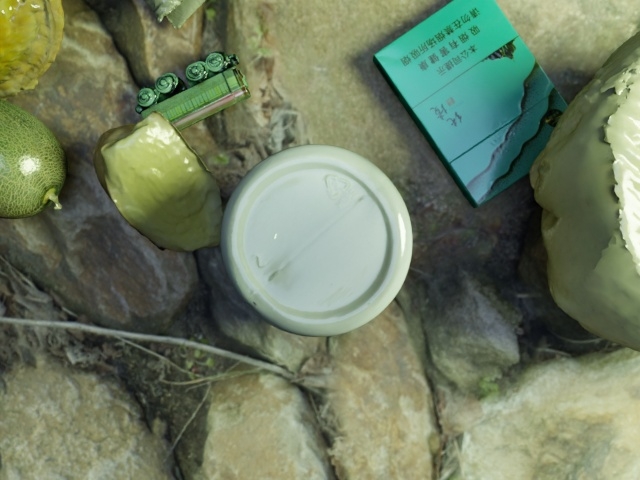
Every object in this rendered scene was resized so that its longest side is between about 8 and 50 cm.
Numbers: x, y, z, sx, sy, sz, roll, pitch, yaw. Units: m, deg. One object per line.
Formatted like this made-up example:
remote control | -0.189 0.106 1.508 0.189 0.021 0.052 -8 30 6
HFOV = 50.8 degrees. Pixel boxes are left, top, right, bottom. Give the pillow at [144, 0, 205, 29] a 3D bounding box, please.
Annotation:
pillow | -0.166 -0.367 0.835 0.181 0.078 0.134 -43 85 6

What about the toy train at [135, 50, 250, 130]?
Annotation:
toy train | -0.164 -0.184 0.853 0.148 0.038 0.071 -25 88 4

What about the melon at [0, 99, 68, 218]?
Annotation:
melon | -0.389 -0.097 0.819 0.192 0.139 0.139 35 92 4

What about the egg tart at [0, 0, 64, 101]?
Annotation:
egg tart | -0.451 -0.275 0.756 0.319 0.319 0.128 17 47 4

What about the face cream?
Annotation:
face cream | 0.000 0.000 0.768 0.201 0.187 0.201 0 90 4

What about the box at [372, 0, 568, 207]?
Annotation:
box | 0.193 -0.177 0.827 0.161 0.042 0.226 -34 89 3

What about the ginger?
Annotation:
ginger | -0.203 -0.065 0.841 0.115 0.122 0.193 -39 122 -14

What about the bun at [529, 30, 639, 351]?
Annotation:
bun | 0.376 -0.046 0.729 0.360 0.211 0.360 1 87 -15
